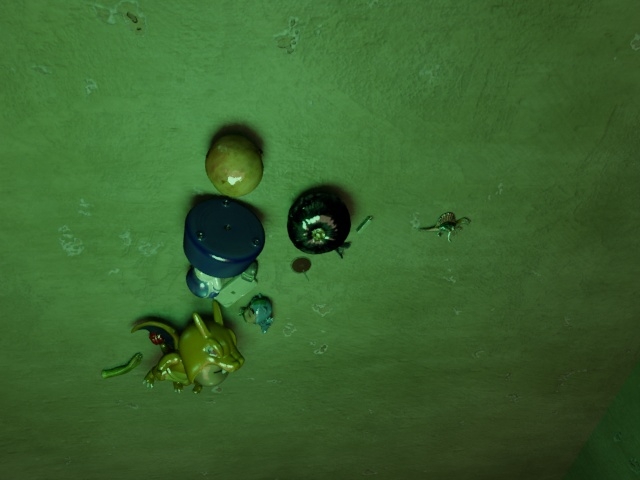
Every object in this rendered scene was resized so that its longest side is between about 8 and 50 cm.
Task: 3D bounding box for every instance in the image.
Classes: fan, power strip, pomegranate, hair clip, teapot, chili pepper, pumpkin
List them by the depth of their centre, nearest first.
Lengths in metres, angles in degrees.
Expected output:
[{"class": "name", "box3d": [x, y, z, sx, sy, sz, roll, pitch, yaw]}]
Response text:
[{"class": "pomegranate", "box3d": [-0.267, -0.235, 1.559, 0.191, 0.191, 0.191, -4, 126, -6]}, {"class": "pumpkin", "box3d": [-0.007, -0.058, 1.743, 0.232, 0.163, 0.233, -3, 123, -5]}, {"class": "power strip", "box3d": [0.163, -0.058, 1.854, 0.017, 0.027, 0.083, 28, 115, -26]}, {"class": "hair clip", "box3d": [0.000, 0.000, 1.870, 0.229, 0.039, 0.070, 22, 119, -18]}, {"class": "teapot", "box3d": [-0.270, 0.118, 1.878, 0.056, 0.088, 0.066, 8, 140, 2]}, {"class": "power strip", "box3d": [-0.334, 0.192, 1.950, 0.192, 0.035, 0.081, -37, 123, 18]}, {"class": "fan", "box3d": [-0.068, 0.115, 1.955, 0.085, 0.005, 0.133, -19, 126, 4]}, {"class": "chili pepper", "box3d": [-0.837, 0.541, 2.117, 0.201, 0.050, 0.052, -26, 162, 8]}]

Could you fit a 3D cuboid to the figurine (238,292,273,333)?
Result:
[{"class": "figurine", "box3d": [-0.257, 0.308, 2.010, 0.144, 0.114, 0.178, -12, 135, 1]}]

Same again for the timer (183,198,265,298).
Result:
[{"class": "timer", "box3d": [-0.376, 0.072, 1.748, 0.270, 0.271, 0.384, 14, 136, -19]}]

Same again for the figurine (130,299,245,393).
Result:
[{"class": "figurine", "box3d": [-0.517, 0.435, 1.944, 0.387, 0.268, 0.401, -34, 121, 26]}]

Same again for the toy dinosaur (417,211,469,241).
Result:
[{"class": "toy dinosaur", "box3d": [0.475, -0.059, 1.902, 0.187, 0.044, 0.106, 18, 109, -6]}]
